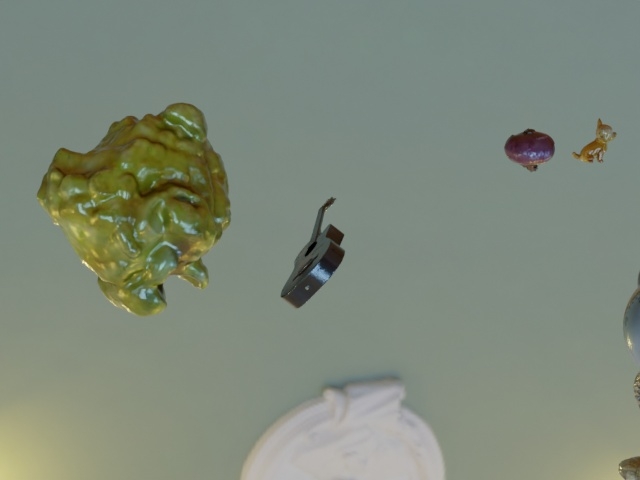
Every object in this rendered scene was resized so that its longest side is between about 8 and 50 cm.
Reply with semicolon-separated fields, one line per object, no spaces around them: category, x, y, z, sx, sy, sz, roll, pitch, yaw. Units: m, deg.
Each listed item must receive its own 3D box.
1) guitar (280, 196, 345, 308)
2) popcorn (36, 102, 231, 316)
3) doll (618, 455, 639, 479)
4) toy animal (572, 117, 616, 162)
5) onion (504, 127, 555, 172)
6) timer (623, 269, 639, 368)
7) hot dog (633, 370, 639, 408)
guitar;0.000;0.000;1.114;0.025;0.088;0.233;38;-156;-11
popcorn;-0.230;-0.051;1.268;0.250;0.241;0.235;-40;-134;-22
doll;0.666;0.403;1.600;0.278;0.149;0.175;7;-154;-5
toy animal;0.547;-0.199;1.853;0.081;0.083;0.060;7;-160;5
onion;0.484;-0.207;2.149;0.115;0.104;0.115;-9;-153;5
timer;0.466;0.072;1.190;0.175;0.175;0.255;11;-129;-3
hot dog;0.596;0.290;1.470;0.252;0.131;0.069;50;159;-3
